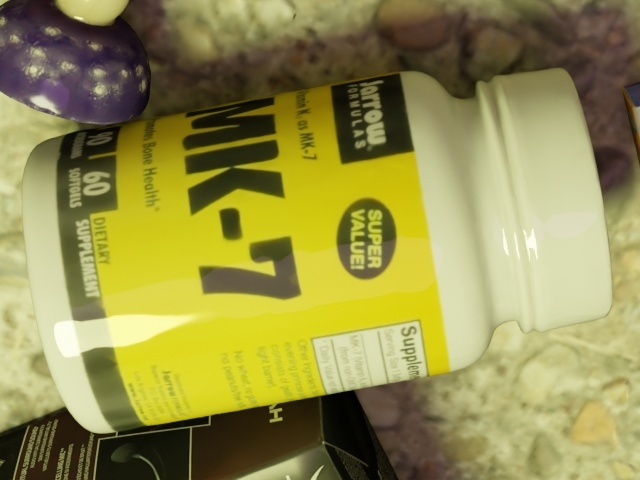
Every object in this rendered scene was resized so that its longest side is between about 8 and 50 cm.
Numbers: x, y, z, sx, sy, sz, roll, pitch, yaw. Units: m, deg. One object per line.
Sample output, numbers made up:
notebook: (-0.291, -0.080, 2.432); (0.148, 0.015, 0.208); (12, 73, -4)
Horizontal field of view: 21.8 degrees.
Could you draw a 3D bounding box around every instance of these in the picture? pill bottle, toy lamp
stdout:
pill bottle: (0.000, 0.000, 0.643); (0.209, 0.119, 0.119); (-11, 117, 2)
toy lamp: (-0.048, -0.175, 0.578); (0.080, 0.080, 0.274); (19, 117, -12)

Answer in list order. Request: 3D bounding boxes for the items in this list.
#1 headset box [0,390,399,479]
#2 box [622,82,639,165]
headset box: (-0.091, 0.192, 0.742); (0.293, 0.110, 0.218); (-23, 116, 9)
box: (0.177, -0.025, 0.691); (0.081, 0.028, 0.136); (-15, 114, 5)
